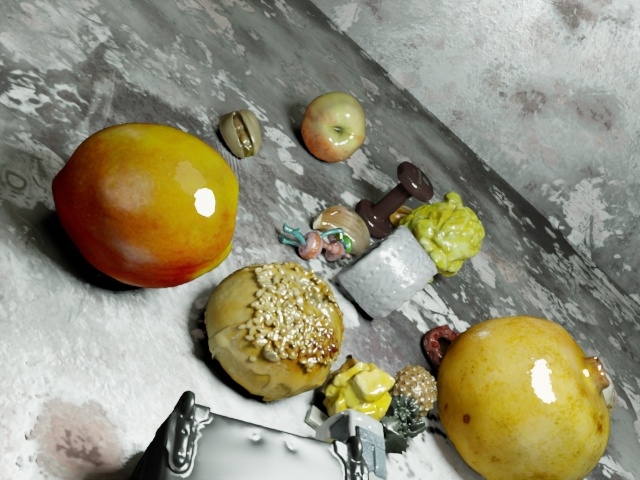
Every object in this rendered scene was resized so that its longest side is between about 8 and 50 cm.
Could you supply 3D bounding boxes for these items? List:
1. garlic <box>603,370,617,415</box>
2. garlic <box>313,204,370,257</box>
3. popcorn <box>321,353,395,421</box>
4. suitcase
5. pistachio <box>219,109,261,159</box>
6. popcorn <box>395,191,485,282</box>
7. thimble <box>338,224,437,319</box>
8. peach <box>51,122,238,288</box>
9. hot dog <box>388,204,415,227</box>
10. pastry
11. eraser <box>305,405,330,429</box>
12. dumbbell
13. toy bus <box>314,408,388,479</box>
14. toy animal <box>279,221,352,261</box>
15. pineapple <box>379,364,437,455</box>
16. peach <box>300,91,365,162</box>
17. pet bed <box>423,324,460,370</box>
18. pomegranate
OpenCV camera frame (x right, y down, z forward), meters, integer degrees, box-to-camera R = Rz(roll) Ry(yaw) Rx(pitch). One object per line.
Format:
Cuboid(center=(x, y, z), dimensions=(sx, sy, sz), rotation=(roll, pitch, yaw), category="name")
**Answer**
Cuboid(center=(0.693, 0.452, 2.019), dimensions=(0.253, 0.245, 0.245), rotation=(22, 15, 33), category="garlic")
Cuboid(center=(0.073, -0.010, 1.932), dimensions=(0.198, 0.090, 0.128), rotation=(48, 43, -7), category="garlic")
Cuboid(center=(0.074, 0.307, 1.418), dimensions=(0.148, 0.167, 0.152), rotation=(-38, 101, -25), category="popcorn")
Cuboid(center=(-0.095, 0.417, 0.987), dimensions=(0.345, 0.188, 0.339), rotation=(22, 37, -22), category="suitcase")
Cuboid(center=(-0.213, -0.286, 1.898), dimensions=(0.113, 0.113, 0.149), rotation=(9, 59, -47), category="pistachio")
Cuboid(center=(0.350, -0.006, 2.094), dimensions=(0.235, 0.250, 0.241), rotation=(25, 35, -46), category="popcorn")
Cuboid(center=(0.172, 0.080, 1.790), dimensions=(0.157, 0.217, 0.245), rotation=(53, 17, -1), category="thimble")
Cuboid(center=(-0.314, -0.067, 1.288), dimensions=(0.333, 0.307, 0.307), rotation=(16, 36, -16), category="peach")
Cuboid(center=(0.308, -0.065, 2.305), dimensions=(0.250, 0.068, 0.100), rotation=(17, 37, -41), category="hot dog")
Cuboid(center=(-0.074, 0.158, 1.389), dimensions=(0.284, 0.184, 0.316), rotation=(48, 29, 8), category="pastry")
Cuboid(center=(0.009, 0.365, 1.395), dimensions=(0.083, 0.019, 0.038), rotation=(39, 27, -10), category="eraser")
Cuboid(center=(0.216, -0.118, 2.089), dimensions=(0.124, 0.225, 0.140), rotation=(37, 30, -20), category="dumbbell")
Cuboid(center=(0.050, 0.450, 1.211), dimensions=(0.097, 0.138, 0.342), rotation=(29, 33, -21), category="toy bus")
Cuboid(center=(0.000, 0.000, 1.786), dimensions=(0.208, 0.103, 0.100), rotation=(16, 30, -36), category="toy animal")
Cuboid(center=(0.177, 0.371, 1.529), dimensions=(0.237, 0.119, 0.111), rotation=(-48, 137, -58), category="pineapple")
Cuboid(center=(0.041, -0.357, 2.205), dimensions=(0.233, 0.232, 0.232), rotation=(32, 31, -22), category="peach")
Cuboid(center=(0.353, 0.311, 1.884), dimensions=(0.201, 0.053, 0.201), rotation=(36, 30, -25), category="pet bed")
Cuboid(center=(0.474, 0.363, 1.625), dimensions=(0.417, 0.416, 0.416), rotation=(32, 31, -22), category="pomegranate")
